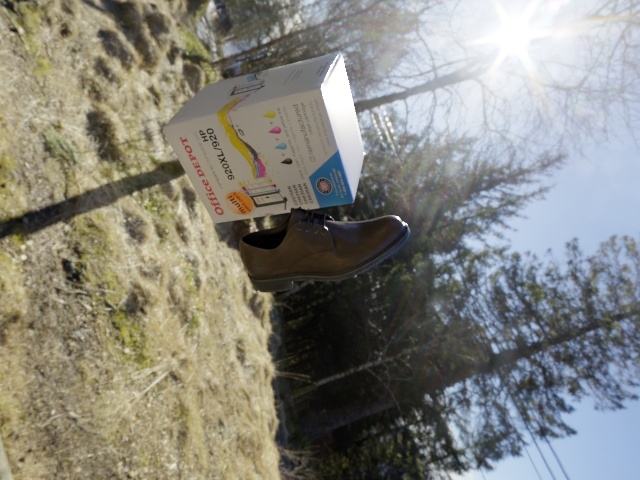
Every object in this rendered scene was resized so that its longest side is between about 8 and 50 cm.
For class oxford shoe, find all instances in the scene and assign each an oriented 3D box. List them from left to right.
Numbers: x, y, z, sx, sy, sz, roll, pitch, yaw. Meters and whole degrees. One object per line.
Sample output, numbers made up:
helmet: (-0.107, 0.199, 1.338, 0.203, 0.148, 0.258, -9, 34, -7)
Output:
oxford shoe: (0.000, 0.000, 0.550, 0.083, 0.227, 0.096, -90, 163, -59)

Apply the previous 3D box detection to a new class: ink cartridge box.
ink cartridge box: (-0.071, -0.151, 0.644, 0.168, 0.232, 0.171, -74, 151, -50)
